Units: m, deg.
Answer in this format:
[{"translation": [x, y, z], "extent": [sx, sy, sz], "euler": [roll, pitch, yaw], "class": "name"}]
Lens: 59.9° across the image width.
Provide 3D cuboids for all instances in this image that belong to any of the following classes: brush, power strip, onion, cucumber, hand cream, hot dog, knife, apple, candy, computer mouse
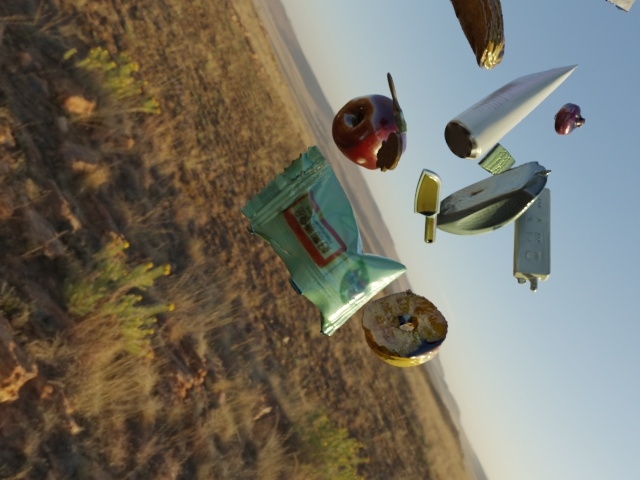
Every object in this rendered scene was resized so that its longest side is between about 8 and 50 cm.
[{"translation": [0.239, -0.435, 1.757], "extent": [0.070, 0.021, 0.196], "euler": [-123, -166, -67], "class": "brush"}, {"translation": [0.614, -0.013, 1.614], "extent": [0.058, 0.098, 0.338], "euler": [76, 22, -65], "class": "power strip"}, {"translation": [0.876, -0.424, 1.956], "extent": [0.105, 0.115, 0.115], "euler": [19, -19, 26], "class": "onion"}, {"translation": [0.685, -0.312, 2.173], "extent": [0.116, 0.115, 0.062], "euler": [38, 10, -25], "class": "cucumber"}, {"translation": [0.479, -0.345, 1.433], "extent": [0.118, 0.359, 0.185], "euler": [57, -14, -16], "class": "hand cream"}, {"translation": [0.459, -0.629, 1.589], "extent": [0.272, 0.122, 0.196], "euler": [68, 17, 10], "class": "hot dog"}, {"translation": [0.254, -0.072, 1.327], "extent": [0.343, 0.061, 0.027], "euler": [74, 16, -62], "class": "knife"}, {"translation": [0.198, -0.423, 2.182], "extent": [0.317, 0.288, 0.288], "euler": [26, 38, -57], "class": "apple"}, {"translation": [0.001, 0.000, 1.348], "extent": [0.397, 0.263, 0.172], "euler": [54, 0, 9], "class": "candy"}, {"translation": [0.489, -0.102, 1.577], "extent": [0.122, 0.371, 0.188], "euler": [51, 41, -17], "class": "computer mouse"}]

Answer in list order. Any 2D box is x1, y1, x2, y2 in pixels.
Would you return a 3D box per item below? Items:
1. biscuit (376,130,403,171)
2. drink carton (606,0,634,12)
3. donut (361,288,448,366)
[{"translation": [0.221, -0.278, 1.761], "extent": [0.175, 0.026, 0.124], "euler": [166, -69, -73], "class": "biscuit"}, {"translation": [0.819, -0.788, 1.448], "extent": [0.194, 0.324, 0.132], "euler": [-12, 46, -48], "class": "drink carton"}, {"translation": [0.245, 0.259, 1.638], "extent": [0.253, 0.254, 0.118], "euler": [-109, -160, -45], "class": "donut"}]
